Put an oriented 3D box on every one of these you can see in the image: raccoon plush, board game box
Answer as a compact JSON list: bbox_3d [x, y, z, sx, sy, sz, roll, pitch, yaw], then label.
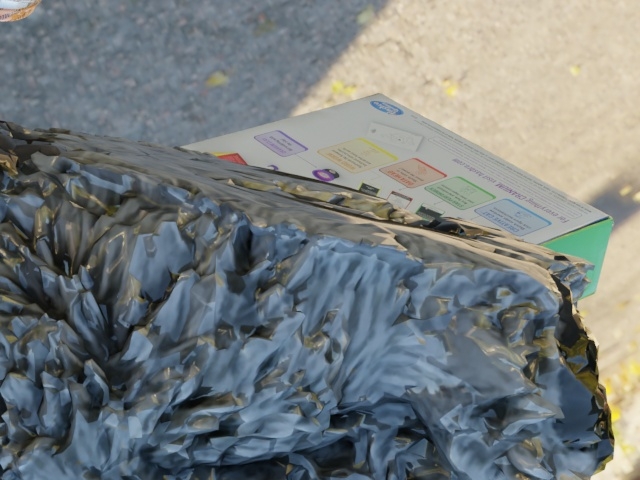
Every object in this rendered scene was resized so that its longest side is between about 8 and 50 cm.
[{"bbox_3d":[-0.105,0.112,0.419,0.446,0.299,0.216,13,-174,-8],"label":"raccoon plush"},{"bbox_3d":[0.000,0.000,0.812,0.316,0.242,0.064,-18,128,-35],"label":"board game box"}]

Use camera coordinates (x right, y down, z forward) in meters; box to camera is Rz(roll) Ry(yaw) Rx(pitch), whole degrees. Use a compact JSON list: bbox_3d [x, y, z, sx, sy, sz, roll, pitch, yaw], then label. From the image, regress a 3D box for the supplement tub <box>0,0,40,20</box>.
[{"bbox_3d":[-0.348,-0.422,1.414,0.193,0.194,0.316,-3,144,-40],"label":"supplement tub"}]
